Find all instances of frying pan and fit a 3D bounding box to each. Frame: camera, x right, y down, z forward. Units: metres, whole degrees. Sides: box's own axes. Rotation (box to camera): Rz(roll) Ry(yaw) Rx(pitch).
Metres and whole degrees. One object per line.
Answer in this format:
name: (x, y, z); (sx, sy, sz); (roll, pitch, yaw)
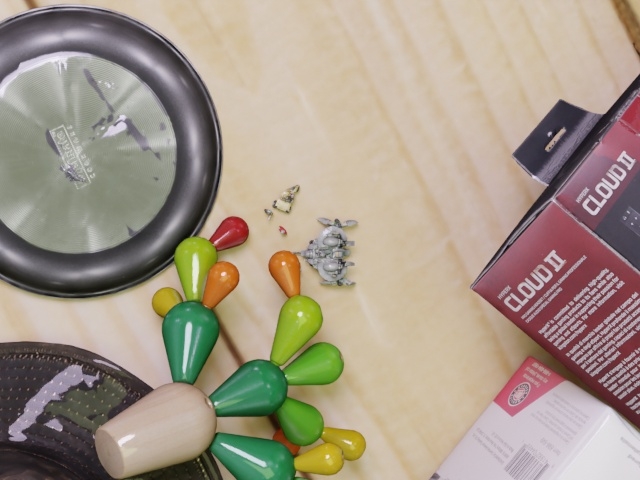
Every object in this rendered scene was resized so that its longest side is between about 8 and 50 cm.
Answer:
frying pan: (-0.224, -0.054, 0.856); (0.326, 0.053, 0.197); (-3, 97, -12)

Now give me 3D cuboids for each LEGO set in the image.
LEGO set: (-0.003, 0.001, 0.908); (0.083, 0.023, 0.054); (31, 91, -12)

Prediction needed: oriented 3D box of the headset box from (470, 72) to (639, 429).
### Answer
headset box: (0.253, 0.016, 0.830); (0.293, 0.110, 0.218); (40, 51, 4)

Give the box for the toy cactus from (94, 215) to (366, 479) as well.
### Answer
toy cactus: (-0.065, 0.101, 0.852); (0.181, 0.112, 0.219); (-21, 87, -36)

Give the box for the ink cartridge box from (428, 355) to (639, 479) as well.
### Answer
ink cartridge box: (0.127, 0.202, 0.886); (0.092, 0.158, 0.218); (41, 90, -12)

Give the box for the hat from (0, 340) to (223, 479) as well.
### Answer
hat: (-0.208, 0.217, 0.801); (0.331, 0.134, 0.331); (1, 79, -4)
